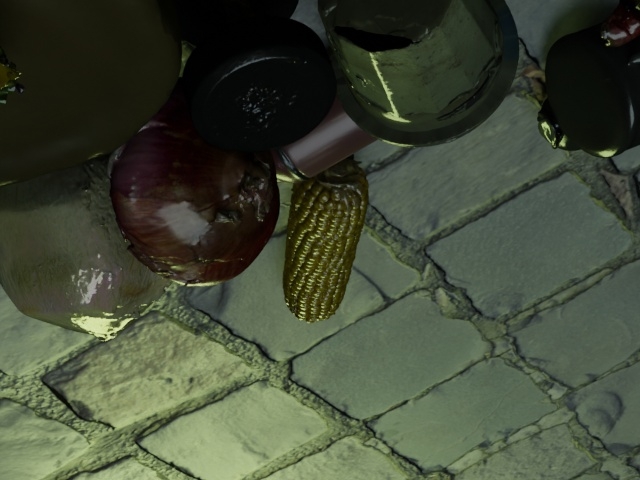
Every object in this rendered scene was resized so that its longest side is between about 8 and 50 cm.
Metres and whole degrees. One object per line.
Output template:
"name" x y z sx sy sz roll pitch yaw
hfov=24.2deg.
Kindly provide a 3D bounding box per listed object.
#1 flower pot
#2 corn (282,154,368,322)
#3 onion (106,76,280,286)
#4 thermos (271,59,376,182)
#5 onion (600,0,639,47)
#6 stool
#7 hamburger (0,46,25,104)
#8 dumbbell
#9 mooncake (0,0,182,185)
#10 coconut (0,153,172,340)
"flower pot" 0.086 -0.221 1.546 0.212 0.212 0.202 -25 162 11
"corn" 0.000 0.000 1.924 0.106 0.106 0.293 -4 142 -15
"onion" -0.117 -0.068 1.599 0.163 0.230 0.230 -11 153 44
"thermos" 0.018 -0.155 1.746 0.330 0.136 0.109 -29 107 15
"onion" 0.391 -0.297 1.667 0.198 0.135 0.173 -37 102 28
"stool" 0.350 -0.189 1.799 0.139 0.228 0.153 -22 103 -25
"hamburger" -0.359 -0.158 1.306 0.164 0.093 0.189 -29 140 21
"dumbbell" -0.080 -0.212 1.538 0.152 0.218 0.152 -10 141 -8
"mooncake" -0.331 -0.235 1.453 0.378 0.201 0.378 -6 142 -5
"coconut" -0.263 -0.001 1.709 0.227 0.227 0.230 -16 104 0
